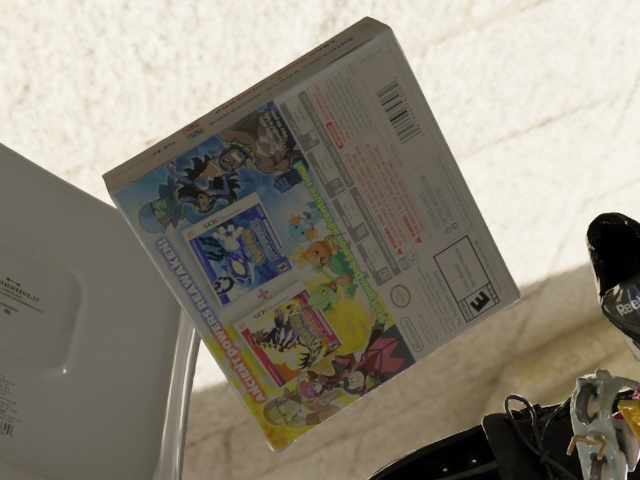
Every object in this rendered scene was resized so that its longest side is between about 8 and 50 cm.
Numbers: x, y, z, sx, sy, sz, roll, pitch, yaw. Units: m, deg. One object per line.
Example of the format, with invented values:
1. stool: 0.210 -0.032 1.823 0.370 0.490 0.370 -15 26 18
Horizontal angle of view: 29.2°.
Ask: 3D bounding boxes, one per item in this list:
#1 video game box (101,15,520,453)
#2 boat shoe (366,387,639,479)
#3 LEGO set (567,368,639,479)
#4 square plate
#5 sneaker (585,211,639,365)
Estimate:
1. video game box: 0.000 0.000 0.745 0.187 0.048 0.205 -32 115 -7
2. boat shoe: 0.257 0.282 1.450 0.500 0.187 0.156 -22 142 12
3. LEGO set: 0.271 0.086 0.619 0.107 0.287 0.132 -58 146 -37
4. square plate: -0.222 0.052 0.856 0.347 0.344 0.049 31 126 -25
5. sneaker: 0.262 0.068 0.930 0.078 0.234 0.106 -37 142 19
